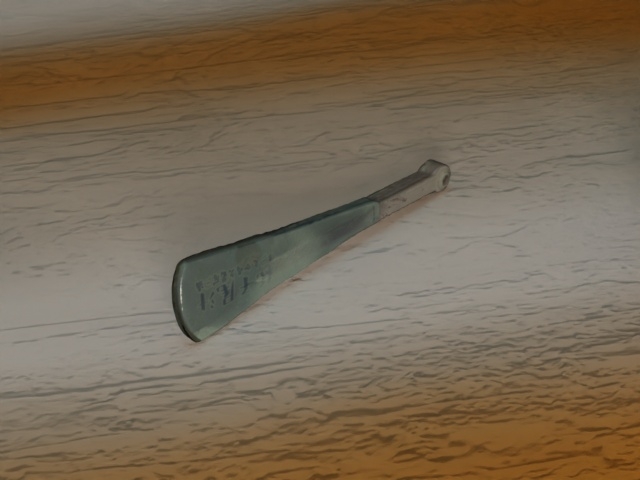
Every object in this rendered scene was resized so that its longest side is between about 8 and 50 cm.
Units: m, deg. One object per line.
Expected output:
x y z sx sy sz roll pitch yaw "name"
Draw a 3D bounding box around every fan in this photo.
0.000 0.000 1.289 0.023 0.057 0.282 6 21 42 "fan"
